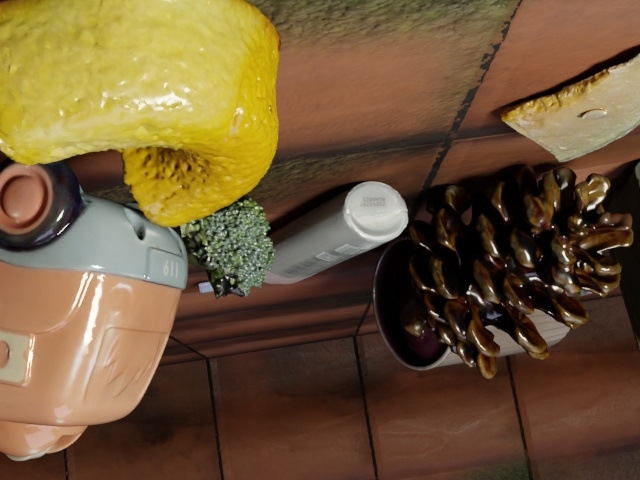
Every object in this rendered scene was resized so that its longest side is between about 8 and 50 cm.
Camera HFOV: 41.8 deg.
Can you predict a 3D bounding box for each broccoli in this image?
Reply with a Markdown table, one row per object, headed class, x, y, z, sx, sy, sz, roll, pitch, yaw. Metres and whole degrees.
| class | x | y | z | sx | sy | sz | roll | pitch | yaw |
| --- | --- | --- | --- | --- | --- | --- | --- | --- | --- |
| broccoli | -0.140 | 0.003 | 0.964 | 0.122 | 0.118 | 0.204 | -37 | -157 | -34 |

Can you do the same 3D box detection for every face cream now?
| class | x | y | z | sx | sy | sz | roll | pitch | yaw |
| --- | --- | --- | --- | --- | --- | --- | --- | --- | --- |
| face cream | 0.000 | 0.000 | 1.066 | 0.107 | 0.073 | 0.269 | 3 | 164 | -28 |

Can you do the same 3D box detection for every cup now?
| class | x | y | z | sx | sy | sz | roll | pitch | yaw |
| --- | --- | --- | --- | --- | --- | --- | --- | --- | --- |
| cup | 0.231 | 0.097 | 1.368 | 0.273 | 0.208 | 0.288 | -4 | 166 | -28 |

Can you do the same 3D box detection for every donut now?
| class | x | y | z | sx | sy | sz | roll | pitch | yaw |
| --- | --- | --- | --- | --- | --- | --- | --- | --- | --- |
| donut | -0.097 | -0.092 | 0.546 | 0.152 | 0.101 | 0.259 | -18 | 162 | 16 |

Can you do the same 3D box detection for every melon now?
| class | x | y | z | sx | sy | sz | roll | pitch | yaw |
| --- | --- | --- | --- | --- | --- | --- | --- | --- | --- |
| melon | 0.261 | -0.132 | 0.746 | 0.098 | 0.054 | 0.182 | 20 | 153 | -35 |

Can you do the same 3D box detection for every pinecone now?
| class | x | y | z | sx | sy | sz | roll | pitch | yaw |
| --- | --- | --- | --- | --- | --- | --- | --- | --- | --- |
| pinecone | 0.231 | 0.027 | 1.023 | 0.309 | 0.244 | 0.244 | -30 | 159 | 29 |

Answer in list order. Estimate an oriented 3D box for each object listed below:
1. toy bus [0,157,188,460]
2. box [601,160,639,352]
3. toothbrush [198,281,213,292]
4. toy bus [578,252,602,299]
| class | x | y | z | sx | sy | sz | roll | pitch | yaw |
| --- | --- | --- | --- | --- | --- | --- | --- | --- | --- |
| toy bus | -0.254 | 0.050 | 0.674 | 0.288 | 0.232 | 0.194 | 7 | 175 | 17 |
| box | 0.464 | 0.015 | 1.080 | 0.138 | 0.274 | 0.178 | -11 | 154 | 5 |
| toothbrush | -0.119 | 0.072 | 1.451 | 0.193 | 0.019 | 0.013 | -5 | 167 | -26 |
| toy bus | 0.460 | 0.050 | 1.563 | 0.139 | 0.113 | 0.302 | -16 | 165 | 14 |
